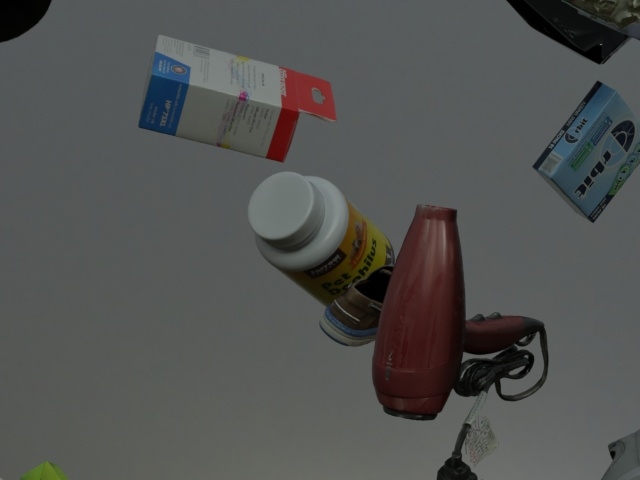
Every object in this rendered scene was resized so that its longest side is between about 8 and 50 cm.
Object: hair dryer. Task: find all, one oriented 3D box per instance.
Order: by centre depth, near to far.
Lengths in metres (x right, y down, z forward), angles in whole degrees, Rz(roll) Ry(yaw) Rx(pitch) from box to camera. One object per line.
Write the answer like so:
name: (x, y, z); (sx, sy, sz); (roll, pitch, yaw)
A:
hair dryer: (0.123, 0.090, 1.176); (0.080, 0.223, 0.293); (7, -47, 31)

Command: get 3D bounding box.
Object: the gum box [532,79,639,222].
gum box: (0.407, -0.127, 1.862); (0.157, 0.041, 0.184); (-53, -37, 2)

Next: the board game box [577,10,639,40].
board game box: (0.444, -0.188, 1.079); (0.318, 0.319, 0.066); (-6, -64, -23)

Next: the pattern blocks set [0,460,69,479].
pattern blocks set: (-0.373, 0.373, 1.407); (0.026, 0.285, 0.325); (33, -3, -43)

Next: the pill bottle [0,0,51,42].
pill bottle: (-0.382, -0.316, 1.354); (0.123, 0.219, 0.123); (-24, -39, -21)

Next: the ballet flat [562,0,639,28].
ballet flat: (0.191, -0.254, 0.797); (0.077, 0.241, 0.091); (9, -8, 7)

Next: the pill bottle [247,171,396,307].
pill bottle: (0.000, 0.000, 1.481); (0.117, 0.117, 0.215); (-17, -28, 20)

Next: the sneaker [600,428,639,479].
sneaker: (0.353, 0.310, 1.387); (0.115, 0.105, 0.281); (-17, 20, 29)

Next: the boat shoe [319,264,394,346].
boat shoe: (0.071, 0.065, 1.339); (0.066, 0.066, 0.183); (-58, -18, 24)

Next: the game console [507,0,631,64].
game console: (0.417, -0.410, 1.793); (0.361, 0.213, 0.044); (-42, -11, -22)

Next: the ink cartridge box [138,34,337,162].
ink cartridge box: (-0.103, -0.172, 1.568); (0.231, 0.134, 0.078); (14, -62, -11)
